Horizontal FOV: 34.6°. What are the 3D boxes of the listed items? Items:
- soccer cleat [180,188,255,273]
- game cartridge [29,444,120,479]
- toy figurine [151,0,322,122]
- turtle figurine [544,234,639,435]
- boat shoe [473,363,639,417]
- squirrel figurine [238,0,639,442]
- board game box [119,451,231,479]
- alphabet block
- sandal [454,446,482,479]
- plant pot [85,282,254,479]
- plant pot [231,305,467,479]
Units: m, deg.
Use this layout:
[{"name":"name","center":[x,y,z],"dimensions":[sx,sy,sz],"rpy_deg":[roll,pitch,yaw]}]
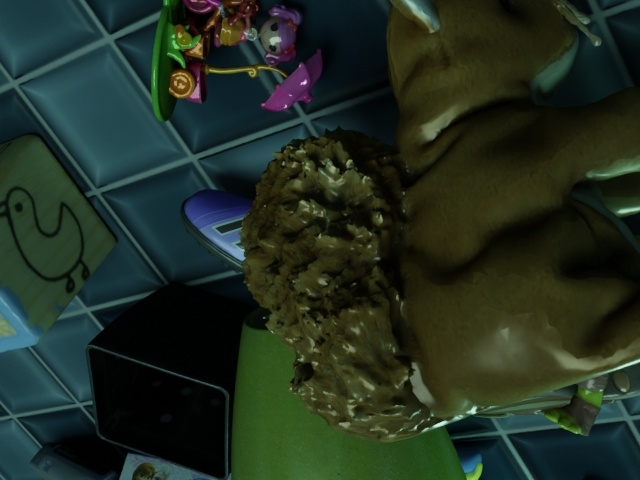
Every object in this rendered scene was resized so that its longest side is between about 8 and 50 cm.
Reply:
[{"name":"soccer cleat","center":[0.000,0.000,1.152],"dimensions":[0.318,0.108,0.116],"rpy_deg":[25,123,1]},{"name":"game cartridge","center":[-0.319,0.432,1.626],"dimensions":[0.355,0.068,0.230],"rpy_deg":[1,129,56]},{"name":"toy figurine","center":[-0.075,-0.194,1.027],"dimensions":[0.159,0.130,0.173],"rpy_deg":[7,108,2]},{"name":"turtle figurine","center":[0.267,0.070,1.035],"dimensions":[0.270,0.087,0.217],"rpy_deg":[34,102,20]},{"name":"boat shoe","center":[0.266,0.133,1.140],"dimensions":[0.325,0.123,0.116],"rpy_deg":[-9,158,26]},{"name":"squirrel figurine","center":[0.102,-0.041,0.877],"dimensions":[0.397,0.281,0.370],"rpy_deg":[-20,80,7]},{"name":"board game box","center":[-0.073,0.388,1.452],"dimensions":[0.319,0.065,0.318],"rpy_deg":[6,158,21]},{"name":"alphabet block","center":[-0.413,0.012,1.287],"dimensions":[0.194,0.197,0.192],"rpy_deg":[-12,123,33]},{"name":"sandal","center":[0.051,0.255,1.328],"dimensions":[0.318,0.138,0.126],"rpy_deg":[6,163,11]},{"name":"plant pot","center":[-0.171,0.166,1.326],"dimensions":[0.188,0.167,0.187],"rpy_deg":[17,134,13]},{"name":"plant pot","center":[0.016,0.207,1.090],"dimensions":[0.275,0.275,0.293],"rpy_deg":[-5,103,29]}]
